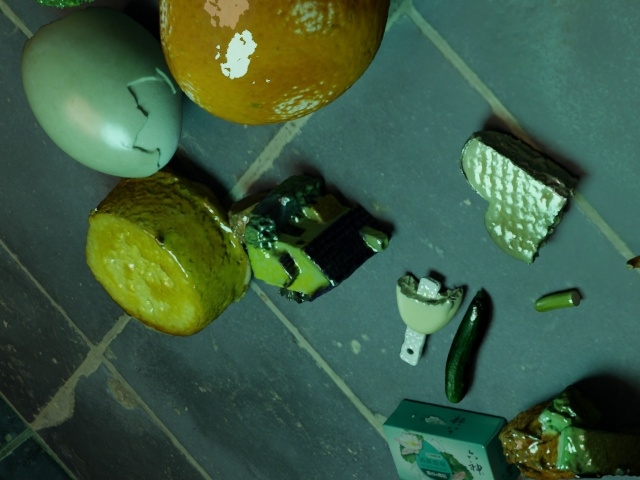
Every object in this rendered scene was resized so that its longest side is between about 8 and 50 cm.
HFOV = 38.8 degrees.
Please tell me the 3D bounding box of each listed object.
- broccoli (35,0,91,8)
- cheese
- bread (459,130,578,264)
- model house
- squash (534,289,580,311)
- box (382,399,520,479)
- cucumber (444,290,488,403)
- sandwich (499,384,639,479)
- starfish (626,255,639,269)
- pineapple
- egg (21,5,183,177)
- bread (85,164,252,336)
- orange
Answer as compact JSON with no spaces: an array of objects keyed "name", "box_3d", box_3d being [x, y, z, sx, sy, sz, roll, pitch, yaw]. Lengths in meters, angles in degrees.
[{"name":"broccoli","box_3d":[-0.466,-0.581,1.539,0.413,0.321,0.310,-51,38,13]},{"name":"cheese","box_3d":[0.190,0.153,1.715,0.127,0.050,0.235,27,136,20]},{"name":"bread","box_3d":[0.316,-0.078,1.414,0.172,0.064,0.232,-10,115,45]},{"name":"model house","box_3d":[0.000,0.000,1.655,0.211,0.194,0.170,16,128,34]},{"name":"squash","box_3d":[0.391,0.103,1.516,0.083,0.027,0.027,-18,107,48]},{"name":"box","box_3d":[0.260,0.421,1.828,0.244,0.092,0.153,3,122,41]},{"name":"cucumber","box_3d":[0.267,0.207,1.687,0.056,0.056,0.284,27,134,24]},{"name":"sandwich","box_3d":[0.430,0.333,1.574,0.301,0.250,0.162,-22,61,57]},{"name":"starfish","box_3d":[0.540,0.041,1.298,0.189,0.074,0.146,-7,114,44]},{"name":"pineapple","box_3d":[-0.087,0.024,1.820,0.125,0.125,0.251,-2,124,43]},{"name":"egg","box_3d":[-0.399,-0.273,1.731,0.336,0.278,0.278,54,139,-2]},{"name":"bread","box_3d":[-0.325,0.029,1.956,0.398,0.215,0.398,23,138,23]},{"name":"orange","box_3d":[-0.068,-0.372,1.293,0.326,0.424,0.424,0,133,-11]}]
